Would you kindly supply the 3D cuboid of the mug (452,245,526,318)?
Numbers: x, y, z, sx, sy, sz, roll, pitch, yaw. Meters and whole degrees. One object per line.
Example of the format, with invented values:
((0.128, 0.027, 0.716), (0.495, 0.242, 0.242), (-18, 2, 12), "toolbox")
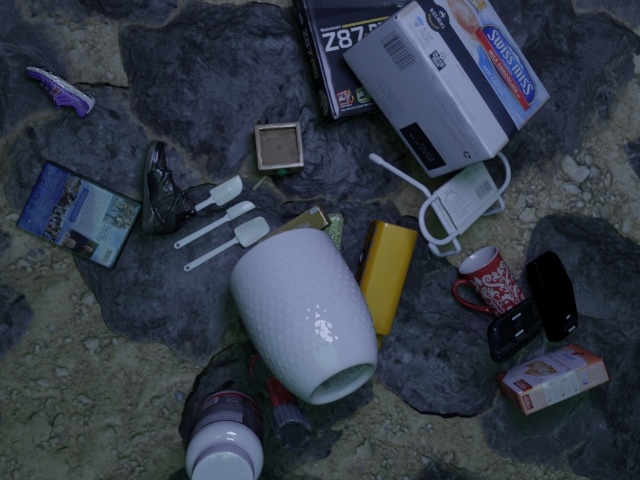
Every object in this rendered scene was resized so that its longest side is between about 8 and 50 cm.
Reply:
((0.437, 0.120, 1.564), (0.150, 0.113, 0.169), (-27, 105, 41), "mug")

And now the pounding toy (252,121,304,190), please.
((-0.110, -0.205, 1.487), (0.130, 0.100, 0.141), (-5, 85, -5), "pounding toy")

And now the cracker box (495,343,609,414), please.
((0.591, 0.353, 1.558), (0.232, 0.156, 0.067), (-22, 96, -3), "cracker box")

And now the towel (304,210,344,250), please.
((0.000, 0.000, 1.539), (0.110, 0.027, 0.148), (5, 95, -4), "towel")

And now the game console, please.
((0.525, 0.175, 1.506), (0.361, 0.044, 0.213), (-23, 97, -37), "game console")

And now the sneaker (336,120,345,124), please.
((0.028, -0.366, 1.504), (0.073, 0.063, 0.162), (-12, 93, 15), "sneaker")

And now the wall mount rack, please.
((0.296, -0.141, 1.470), (0.350, 0.130, 0.304), (-38, 101, -30), "wall mount rack")

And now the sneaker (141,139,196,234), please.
((-0.361, -0.126, 1.462), (0.130, 0.087, 0.227), (1, 95, -3), "sneaker")

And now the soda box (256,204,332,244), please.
((-0.065, -0.018, 1.493), (0.181, 0.061, 0.058), (-31, 87, 10), "soda box")

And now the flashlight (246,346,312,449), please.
((-0.103, 0.351, 1.416), (0.103, 0.304, 0.103), (-2, 112, -16), "flashlight")

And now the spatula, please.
((-0.268, -0.033, 1.516), (0.242, 0.019, 0.168), (-30, 98, -2), "spatula")

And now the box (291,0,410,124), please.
((0.159, -0.476, 1.447), (0.395, 0.097, 0.318), (-15, 94, -15), "box")

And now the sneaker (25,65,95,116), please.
((-0.624, -0.353, 1.433), (0.170, 0.068, 0.071), (33, 97, -8), "sneaker")

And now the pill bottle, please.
((-0.220, 0.485, 1.413), (0.176, 0.318, 0.176), (-1, 96, -6), "pill bottle")

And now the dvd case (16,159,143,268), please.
((-0.586, -0.062, 1.482), (0.253, 0.022, 0.180), (26, 91, -7), "dvd case")

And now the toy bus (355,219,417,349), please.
((0.141, 0.121, 1.510), (0.108, 0.130, 0.332), (15, 93, -6), "toy bus")

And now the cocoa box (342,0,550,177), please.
((0.269, -0.352, 1.303), (0.228, 0.231, 0.347), (-43, 103, -22), "cocoa box")

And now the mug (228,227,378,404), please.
((-0.020, 0.210, 1.396), (0.276, 0.374, 0.328), (-23, 57, -12), "mug")
